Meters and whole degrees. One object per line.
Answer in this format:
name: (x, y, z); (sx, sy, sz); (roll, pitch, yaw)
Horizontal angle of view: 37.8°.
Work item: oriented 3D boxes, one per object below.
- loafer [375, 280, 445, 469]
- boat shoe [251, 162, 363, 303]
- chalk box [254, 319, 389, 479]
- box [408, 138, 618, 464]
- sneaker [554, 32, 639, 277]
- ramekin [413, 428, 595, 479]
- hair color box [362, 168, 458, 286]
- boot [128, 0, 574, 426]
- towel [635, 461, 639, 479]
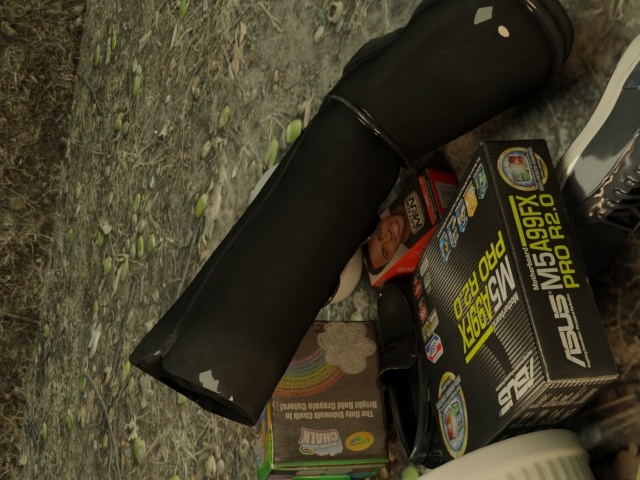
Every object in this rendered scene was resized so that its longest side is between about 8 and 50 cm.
loafer: (0.096, 0.135, 0.988); (0.076, 0.078, 0.223); (-54, 39, 41)
boat shoe: (0.000, 0.000, 1.167); (0.108, 0.102, 0.301); (-50, 30, 6)
chalk box: (-0.003, 0.208, 1.055); (0.132, 0.132, 0.213); (116, 154, -66)
box: (0.154, 0.072, 0.833); (0.270, 0.060, 0.216); (107, 157, -60)
sneaker: (0.270, -0.045, 0.733); (0.163, 0.086, 0.226); (48, 122, 57)
ramekin: (0.142, 0.251, 0.762); (0.207, 0.207, 0.109); (-52, 49, 40)
hair color box: (0.103, -0.011, 1.051); (0.141, 0.043, 0.072); (-49, 44, 44)
boot: (0.017, -0.030, 0.903); (0.445, 0.146, 0.367); (-52, 11, -19)
towel: (0.279, 0.153, 0.544); (0.320, 0.090, 0.374); (-57, -21, -86)
